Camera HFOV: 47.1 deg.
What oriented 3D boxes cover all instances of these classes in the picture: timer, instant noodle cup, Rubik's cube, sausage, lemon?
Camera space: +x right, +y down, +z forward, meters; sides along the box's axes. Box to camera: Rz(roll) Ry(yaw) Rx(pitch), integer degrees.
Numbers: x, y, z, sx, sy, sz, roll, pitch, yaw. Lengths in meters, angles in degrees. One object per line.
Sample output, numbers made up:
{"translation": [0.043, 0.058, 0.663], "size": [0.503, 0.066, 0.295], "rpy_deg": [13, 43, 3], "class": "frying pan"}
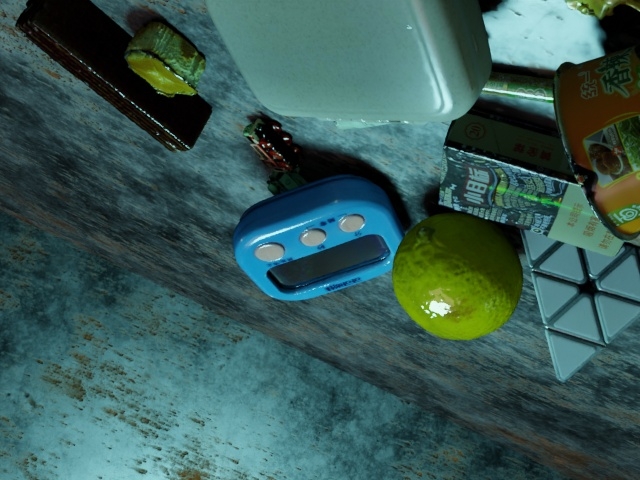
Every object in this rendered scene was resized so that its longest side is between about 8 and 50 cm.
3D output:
{"translation": [0.000, 0.000, 1.551], "size": [0.340, 0.115, 0.309], "rpy_deg": [-19, 145, 11], "class": "timer"}
{"translation": [0.397, -0.130, 0.824], "size": [0.182, 0.230, 0.230], "rpy_deg": [-20, 135, 38], "class": "instant noodle cup"}
{"translation": [0.493, 0.090, 1.373], "size": [0.233, 0.228, 0.228], "rpy_deg": [-128, 37, -48], "class": "Rubik's cube"}
{"translation": [0.300, -0.207, 1.009], "size": [0.269, 0.033, 0.033], "rpy_deg": [15, 158, 24], "class": "sausage"}
{"translation": [0.265, 0.069, 1.425], "size": [0.267, 0.267, 0.267], "rpy_deg": [21, 159, 8], "class": "lemon"}

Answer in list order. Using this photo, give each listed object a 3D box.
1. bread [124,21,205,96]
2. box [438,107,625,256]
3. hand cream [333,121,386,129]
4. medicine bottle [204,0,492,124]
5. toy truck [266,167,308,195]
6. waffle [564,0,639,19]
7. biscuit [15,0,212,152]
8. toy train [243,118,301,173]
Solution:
{"translation": [-0.282, -0.320, 1.318], "size": [0.128, 0.069, 0.140], "rpy_deg": [3, 154, 46], "class": "bread"}
{"translation": [0.349, -0.091, 1.169], "size": [0.310, 0.084, 0.198], "rpy_deg": [18, 159, 14], "class": "box"}
{"translation": [0.110, -0.213, 1.185], "size": [0.204, 0.050, 0.078], "rpy_deg": [-2, 148, 42], "class": "hand cream"}
{"translation": [0.029, -0.277, 0.962], "size": [0.375, 0.123, 0.282], "rpy_deg": [11, 145, 40], "class": "medicine bottle"}
{"translation": [-0.057, -0.107, 1.593], "size": [0.154, 0.080, 0.078], "rpy_deg": [43, 174, -40], "class": "toy truck"}
{"translation": [0.310, -0.330, 0.623], "size": [0.382, 0.095, 0.380], "rpy_deg": [8, 155, 30], "class": "waffle"}
{"translation": [-0.373, -0.316, 1.373], "size": [0.073, 0.107, 0.388], "rpy_deg": [-1, 147, 48], "class": "biscuit"}
{"translation": [-0.099, -0.189, 1.466], "size": [0.087, 0.050, 0.138], "rpy_deg": [10, 155, 41], "class": "toy train"}
